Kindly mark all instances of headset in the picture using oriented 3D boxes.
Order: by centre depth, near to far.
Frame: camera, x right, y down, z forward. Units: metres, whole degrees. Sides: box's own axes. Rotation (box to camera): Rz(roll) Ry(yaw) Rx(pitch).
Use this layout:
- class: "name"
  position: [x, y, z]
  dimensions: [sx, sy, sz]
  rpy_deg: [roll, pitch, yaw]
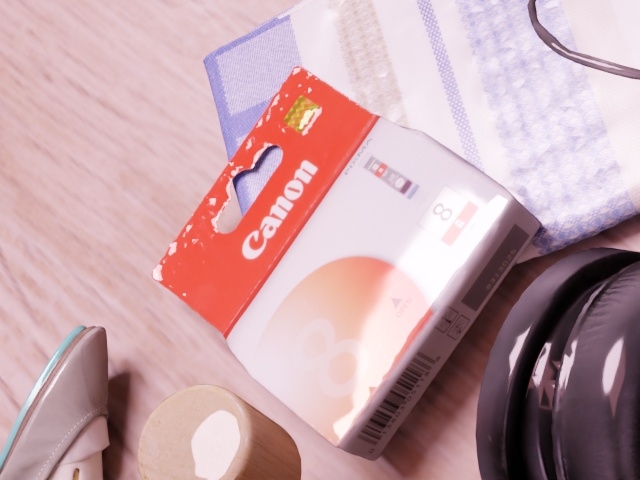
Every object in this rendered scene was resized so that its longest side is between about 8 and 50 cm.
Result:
- class: "headset"
  position: [0.186, 0.044, 0.606]
  dimensions: [0.243, 0.185, 0.394]
  rpy_deg: [-27, 77, 48]

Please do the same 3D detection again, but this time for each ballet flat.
- class: "ballet flat"
  position: [-0.153, 0.149, 0.831]
  dimensions: [0.068, 0.072, 0.213]
  rpy_deg: [31, 87, 8]

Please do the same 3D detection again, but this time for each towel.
- class: "towel"
  position: [0.078, -0.077, 0.806]
  dimensions: [0.285, 0.034, 0.209]
  rpy_deg: [-26, 61, 20]

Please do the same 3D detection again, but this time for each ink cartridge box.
- class: "ink cartridge box"
  position: [0.000, 0.000, 0.779]
  dimensions: [0.179, 0.045, 0.145]
  rpy_deg: [36, 93, 32]

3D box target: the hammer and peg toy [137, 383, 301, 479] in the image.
- class: "hammer and peg toy"
  position: [-0.026, 0.263, 0.663]
  dimensions: [0.266, 0.127, 0.361]
  rpy_deg: [-36, 56, 14]
